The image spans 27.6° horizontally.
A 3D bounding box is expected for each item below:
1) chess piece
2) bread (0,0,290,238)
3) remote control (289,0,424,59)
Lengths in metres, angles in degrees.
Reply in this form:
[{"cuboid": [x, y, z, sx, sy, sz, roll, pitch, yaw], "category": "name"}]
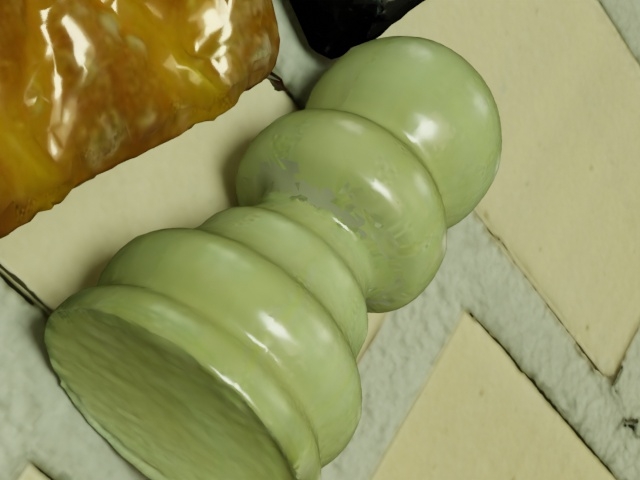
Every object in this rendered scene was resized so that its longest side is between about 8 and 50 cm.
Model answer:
[{"cuboid": [0.000, 0.000, 0.636, 0.251, 0.144, 0.144, -51, 121, -33], "category": "chess piece"}, {"cuboid": [-0.196, -0.117, 0.411, 0.279, 0.207, 0.279, -29, 111, -33], "category": "bread"}, {"cuboid": [-0.020, -0.294, 0.639, 0.144, 0.062, 0.399, -38, 114, -31], "category": "remote control"}]
